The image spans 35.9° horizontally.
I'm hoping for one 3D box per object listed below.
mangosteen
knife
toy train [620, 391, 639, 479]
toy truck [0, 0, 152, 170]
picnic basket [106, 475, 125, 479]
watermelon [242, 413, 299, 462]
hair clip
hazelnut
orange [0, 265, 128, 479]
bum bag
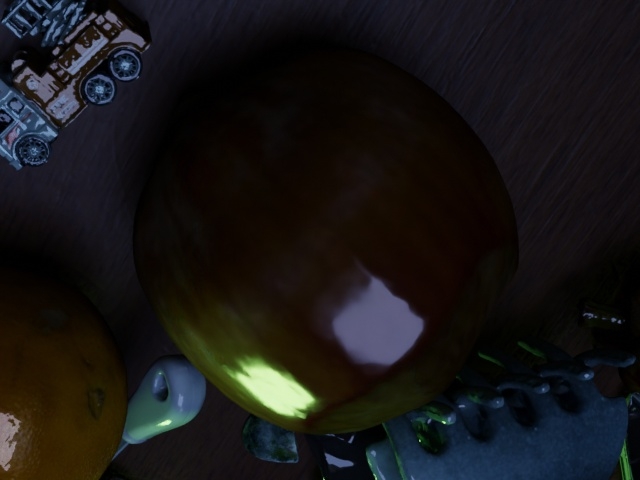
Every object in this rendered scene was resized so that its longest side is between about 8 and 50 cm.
[{"bbox_3d":[0.429,0.112,1.204,0.250,0.211,0.211,15,115,-8],"label":"mangosteen"},{"bbox_3d":[-0.221,0.203,1.088,0.044,0.080,0.331,-1,154,-39],"label":"knife"},{"bbox_3d":[0.456,0.306,1.415,0.055,0.048,0.252,-16,118,-1],"label":"toy train"},{"bbox_3d":[-0.250,-0.159,0.903,0.177,0.080,0.115,-43,117,9],"label":"toy truck"},{"bbox_3d":[-0.284,0.398,1.176,0.196,0.154,0.134,-33,126,10],"label":"picnic basket"},{"bbox_3d":[-0.057,0.238,1.226,0.061,0.085,0.085,5,123,-53],"label":"watermelon"},{"bbox_3d":[0.212,0.261,1.157,0.318,0.392,0.238,-11,99,-20],"label":"hair clip"},{"bbox_3d":[0.007,0.007,0.951,0.365,0.366,0.366,-8,122,-13],"label":"hazelnut"},{"bbox_3d":[-0.313,0.155,0.966,0.261,0.261,0.261,-8,122,-13],"label":"orange"},{"bbox_3d":[0.041,0.266,1.252,0.123,0.060,0.248,-25,126,-12],"label":"bum bag"}]
